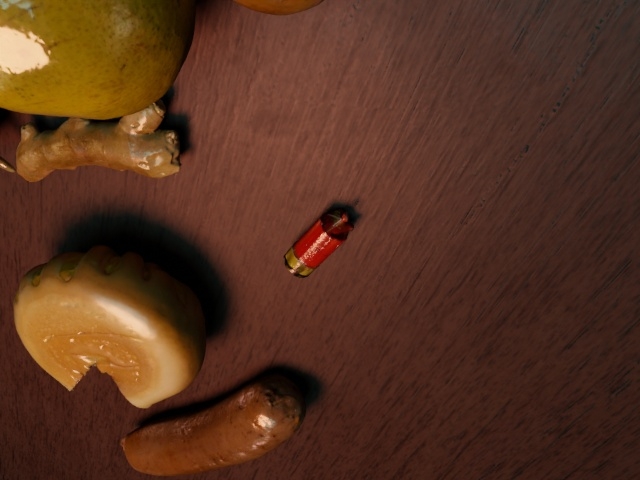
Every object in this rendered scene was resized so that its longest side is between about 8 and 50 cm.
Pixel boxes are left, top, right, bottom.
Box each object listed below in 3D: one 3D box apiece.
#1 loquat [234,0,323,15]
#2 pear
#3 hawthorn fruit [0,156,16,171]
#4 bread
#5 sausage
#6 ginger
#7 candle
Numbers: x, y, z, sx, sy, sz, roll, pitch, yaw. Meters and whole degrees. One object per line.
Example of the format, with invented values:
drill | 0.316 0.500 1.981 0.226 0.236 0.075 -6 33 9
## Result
loquat | -0.056 -0.331 0.552 0.179 0.179 0.227 -10 126 26
pear | -0.264 -0.266 0.597 0.294 0.294 0.294 10 127 13
hawthorn fruit | -0.554 -0.171 0.845 0.199 0.199 0.251 -30 122 34
bread | -0.345 0.133 1.000 0.333 0.160 0.333 8 127 11
sausage | -0.218 0.383 1.162 0.500 0.123 0.136 -28 110 34
ginger | -0.333 -0.131 0.862 0.298 0.065 0.118 -5 114 22
candle | 0.000 0.000 0.850 0.052 0.052 0.131 37 127 -9
